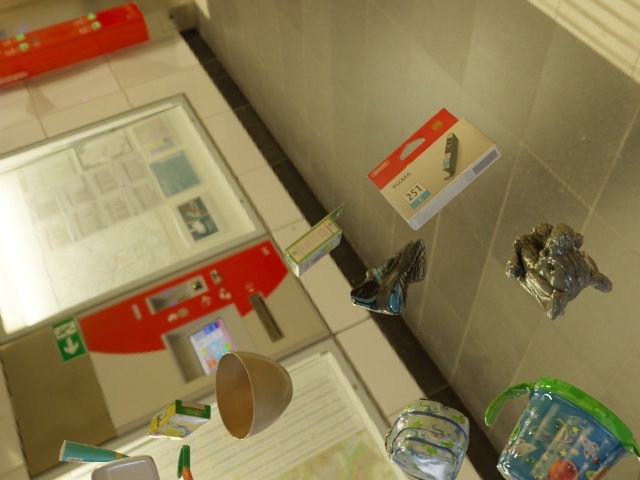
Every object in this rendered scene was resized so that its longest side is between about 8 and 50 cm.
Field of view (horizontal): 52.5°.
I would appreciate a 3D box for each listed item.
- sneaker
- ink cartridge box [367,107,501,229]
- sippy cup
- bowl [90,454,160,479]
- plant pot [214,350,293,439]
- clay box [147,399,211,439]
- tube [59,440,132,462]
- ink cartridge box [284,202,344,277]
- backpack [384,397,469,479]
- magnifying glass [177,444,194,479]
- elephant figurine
[{"bbox_3d":[0.199,0.085,1.803,0.140,0.341,0.125,1,113,29],"label":"sneaker"},{"bbox_3d":[0.284,-0.211,1.732,0.066,0.296,0.261,41,-171,-50],"label":"ink cartridge box"},{"bbox_3d":[0.508,0.451,1.393,0.240,0.224,0.305,45,167,-9],"label":"sippy cup"},{"bbox_3d":[-0.413,0.534,1.404,0.053,0.142,0.141,-141,38,-83],"label":"bowl"},{"bbox_3d":[-0.204,0.497,2.153,0.284,0.191,0.284,8,100,56],"label":"plant pot"},{"bbox_3d":[-0.464,0.588,2.109,0.222,0.128,0.053,-41,42,39],"label":"clay box"},{"bbox_3d":[-0.617,0.600,1.813,0.080,0.207,0.052,-15,61,58],"label":"tube"},{"bbox_3d":[0.000,0.000,1.743,0.062,0.209,0.109,48,165,13],"label":"ink cartridge box"},{"bbox_3d":[0.366,0.675,2.177,0.290,0.273,0.355,23,130,11],"label":"backpack"},{"bbox_3d":[-0.359,0.611,1.732,0.231,0.026,0.092,172,108,-75],"label":"magnifying glass"},{"bbox_3d":[0.440,0.062,1.188,0.239,0.186,0.169,-92,26,-80],"label":"elephant figurine"}]
